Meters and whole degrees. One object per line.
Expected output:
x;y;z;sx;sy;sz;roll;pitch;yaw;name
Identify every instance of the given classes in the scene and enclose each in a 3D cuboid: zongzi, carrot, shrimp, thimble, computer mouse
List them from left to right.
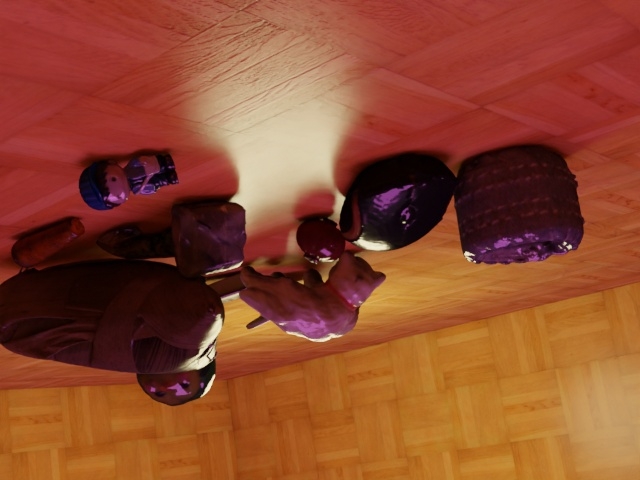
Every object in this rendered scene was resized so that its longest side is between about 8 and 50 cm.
-0.468;0.004;1.606;0.161;0.055;0.055;-20;163;33;carrot
-0.419;0.113;1.657;0.500;0.218;0.467;4;166;-7;zongzi
-0.277;-0.006;1.691;0.296;0.058;0.169;-13;165;34;shrimp
0.130;-0.052;1.627;0.183;0.116;0.323;-12;167;-9;computer mouse
0.347;-0.058;1.624;0.236;0.172;0.205;1;167;-29;thimble

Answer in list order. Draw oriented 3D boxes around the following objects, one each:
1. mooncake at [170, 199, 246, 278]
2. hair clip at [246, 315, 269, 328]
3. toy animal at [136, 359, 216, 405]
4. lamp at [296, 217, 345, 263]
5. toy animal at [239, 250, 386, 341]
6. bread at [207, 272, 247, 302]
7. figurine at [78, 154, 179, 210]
-0.194;-0.005;1.595;0.125;0.130;0.073;-5;-161;-21;mooncake
-0.082;0.155;2.357;0.282;0.113;0.172;-6;180;-7;hair clip
-0.362;0.219;2.135;0.216;0.338;0.191;-19;-153;18;toy animal
0.000;0.000;1.816;0.101;0.090;0.101;27;168;6;lamp
-0.014;0.105;2.148;0.308;0.266;0.188;39;132;-12;toy animal
-0.262;0.132;2.227;0.226;0.049;0.088;-19;168;6;bread
-0.275;-0.090;1.326;0.136;0.077;0.079;-20;-154;-19;figurine
